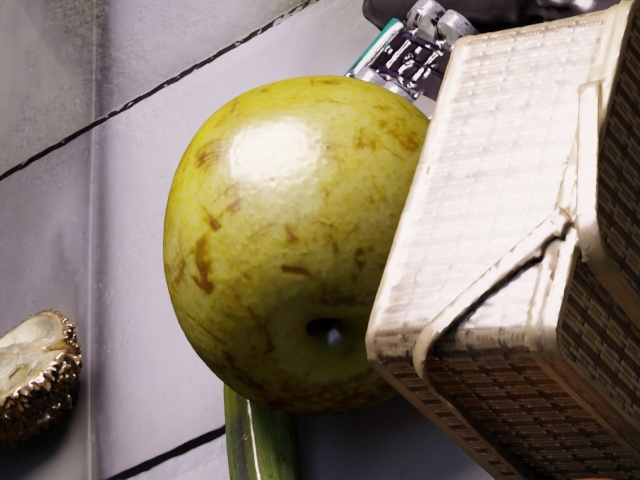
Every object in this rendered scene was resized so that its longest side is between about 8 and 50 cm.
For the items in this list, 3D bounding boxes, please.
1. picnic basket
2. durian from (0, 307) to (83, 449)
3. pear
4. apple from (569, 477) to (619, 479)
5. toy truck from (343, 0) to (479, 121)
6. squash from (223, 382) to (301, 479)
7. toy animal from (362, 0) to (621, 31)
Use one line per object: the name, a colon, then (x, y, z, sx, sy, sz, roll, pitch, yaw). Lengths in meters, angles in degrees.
picnic basket: (0.193, 0.012, 1.202, 0.175, 0.228, 0.313, -7, 53, 39)
durian: (-0.300, 0.148, 1.604, 0.188, 0.091, 0.148, -9, 40, 34)
pear: (0.000, 0.000, 1.341, 0.283, 0.283, 0.283, -22, 46, 25)
apple: (0.182, 0.246, 1.050, 0.188, 0.188, 0.174, -48, 36, -3)
toy truck: (0.120, -0.127, 1.454, 0.114, 0.124, 0.253, -50, 43, -5)
squash: (-0.047, 0.178, 1.389, 0.066, 0.066, 0.229, -28, 44, 20)
toy animal: (0.186, -0.253, 1.518, 0.343, 0.106, 0.168, 14, 66, 41)
